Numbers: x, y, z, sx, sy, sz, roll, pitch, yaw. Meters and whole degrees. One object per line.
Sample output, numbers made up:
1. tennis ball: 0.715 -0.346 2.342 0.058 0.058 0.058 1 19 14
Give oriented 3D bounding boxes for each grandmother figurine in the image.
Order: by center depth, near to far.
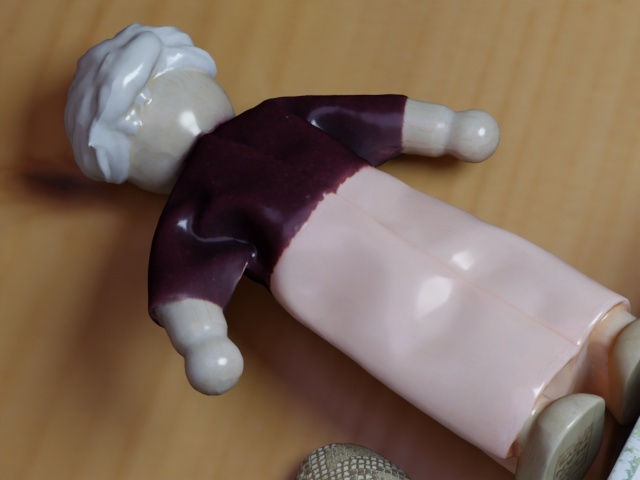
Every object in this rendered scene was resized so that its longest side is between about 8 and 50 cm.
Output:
1. grandmother figurine: 0.000 0.000 0.948 0.342 0.104 0.208 36 53 25

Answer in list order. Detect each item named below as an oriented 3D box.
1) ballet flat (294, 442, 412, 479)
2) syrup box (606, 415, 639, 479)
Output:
1. ballet flat: 0.042 0.177 0.880 0.073 0.067 0.206 -29 66 0
2. syrup box: 0.198 0.088 0.865 0.093 0.096 0.236 25 76 18
